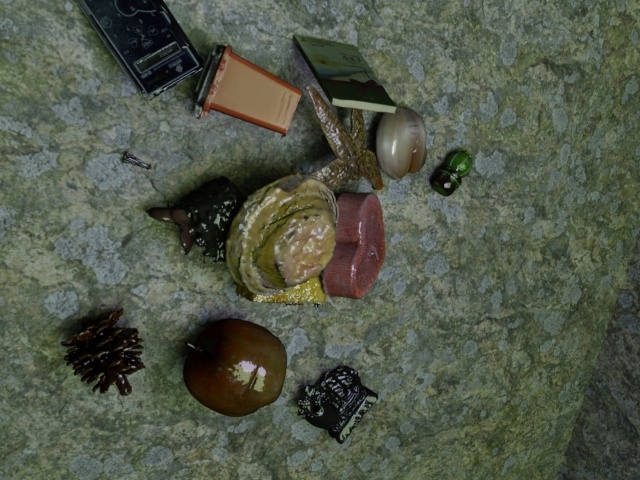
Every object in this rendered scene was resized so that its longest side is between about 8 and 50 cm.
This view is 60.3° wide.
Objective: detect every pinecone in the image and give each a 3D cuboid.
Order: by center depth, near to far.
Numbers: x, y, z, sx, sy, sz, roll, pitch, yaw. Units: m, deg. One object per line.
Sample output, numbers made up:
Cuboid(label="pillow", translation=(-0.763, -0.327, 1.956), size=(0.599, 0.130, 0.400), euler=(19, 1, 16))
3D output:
Cuboid(label="pinecone", translation=(-0.533, 0.289, 1.389), size=(0.185, 0.168, 0.212), euler=(-31, 109, -2))

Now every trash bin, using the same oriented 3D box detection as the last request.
Cuboid(label="trash bin", translation=(-0.178, -0.341, 1.337), size=(0.238, 0.161, 0.184), euler=(23, 96, -13))

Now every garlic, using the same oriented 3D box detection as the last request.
Cuboid(label="garlic", translation=(0.253, -0.300, 1.660), size=(0.217, 0.110, 0.228), euler=(-30, 115, -40))

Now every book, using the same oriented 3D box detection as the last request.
Cuboid(label="book", translation=(0.061, -0.432, 1.426), size=(0.201, 0.289, 0.026), euler=(-2, 140, -31))

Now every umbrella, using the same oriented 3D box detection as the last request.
Cuboid(label="umbrella", translation=(-0.453, -0.193, 1.347), size=(0.083, 0.020, 0.031), euler=(23, 96, -40))

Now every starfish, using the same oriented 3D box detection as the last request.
Cuboid(label="starfish", translation=(0.056, -0.263, 1.528), size=(0.398, 0.132, 0.384), euler=(-25, 118, -37))

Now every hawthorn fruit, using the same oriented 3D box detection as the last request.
Cuboid(label="hawthorn fruit", translation=(-0.254, 0.346, 1.525), size=(0.301, 0.268, 0.268), euler=(25, 94, -26))

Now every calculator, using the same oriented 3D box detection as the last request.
Cuboid(label="calculator", translation=(-0.399, -0.463, 1.220), size=(0.165, 0.028, 0.274), euler=(-36, 100, -14))

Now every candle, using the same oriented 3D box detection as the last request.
Cuboid(label="candle", translation=(0.122, 0.026, 1.641), size=(0.287, 0.131, 0.317), euler=(29, 70, -64))

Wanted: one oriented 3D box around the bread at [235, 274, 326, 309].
Cuboid(label="bread", translation=(-0.105, 0.104, 1.588), size=(0.260, 0.160, 0.147), euler=(7, 98, -27))

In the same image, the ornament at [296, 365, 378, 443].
Cuboid(label="ornament", translation=(0.043, 0.536, 1.882), size=(0.251, 0.106, 0.260), euler=(-48, 116, -16))

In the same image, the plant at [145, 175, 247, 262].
Cuboid(label="plant", translation=(-0.280, -0.046, 1.409), size=(0.234, 0.178, 0.204), euler=(-37, 126, -12))

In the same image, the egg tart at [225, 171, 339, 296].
Cuboid(label="egg tart", translation=(-0.069, 0.000, 1.386), size=(0.352, 0.150, 0.352), euler=(-23, 129, -32))

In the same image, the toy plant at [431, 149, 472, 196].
Cuboid(label="toy plant", translation=(0.442, -0.230, 1.833), size=(0.093, 0.093, 0.162), euler=(42, 81, -35))
